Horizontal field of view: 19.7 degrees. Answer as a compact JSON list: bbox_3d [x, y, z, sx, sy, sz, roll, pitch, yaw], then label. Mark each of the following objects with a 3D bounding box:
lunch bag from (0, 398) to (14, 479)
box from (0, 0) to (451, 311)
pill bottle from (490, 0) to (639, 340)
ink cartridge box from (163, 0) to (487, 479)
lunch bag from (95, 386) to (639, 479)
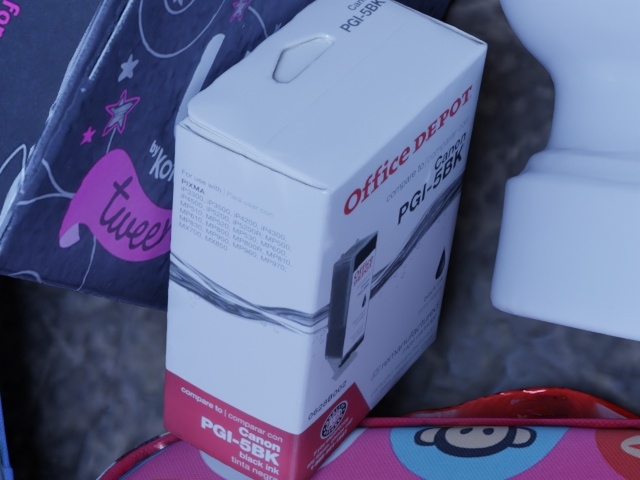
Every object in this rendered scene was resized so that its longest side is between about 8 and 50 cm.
[{"bbox_3d":[-0.194,0.102,0.704,0.176,0.090,0.219,-21,74,46],"label":"lunch bag"},{"bbox_3d":[-0.073,-0.069,0.628,0.142,0.247,0.163,25,91,22],"label":"box"},{"bbox_3d":[0.167,-0.142,0.563,0.210,0.210,0.363,10,90,18],"label":"pill bottle"},{"bbox_3d":[0.000,0.000,0.601,0.056,0.099,0.135,27,136,21],"label":"ink cartridge box"},{"bbox_3d":[0.042,0.144,0.591,0.293,0.258,0.120,-1,126,20],"label":"lunch bag"}]
